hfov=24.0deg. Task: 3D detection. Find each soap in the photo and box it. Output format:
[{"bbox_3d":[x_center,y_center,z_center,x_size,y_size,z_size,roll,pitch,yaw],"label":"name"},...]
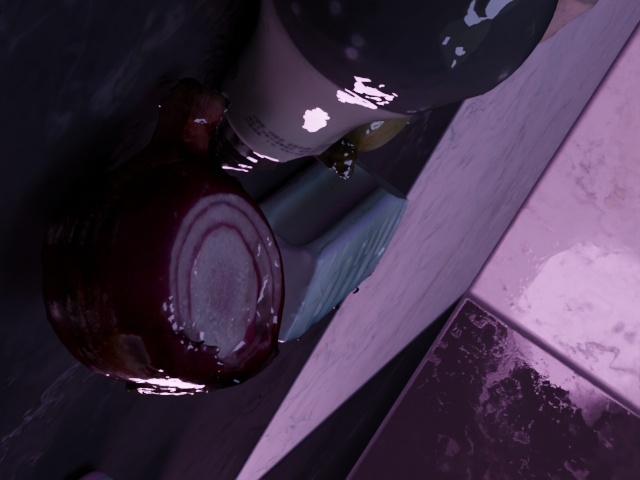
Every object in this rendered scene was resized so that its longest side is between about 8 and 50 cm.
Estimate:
[{"bbox_3d":[0.000,0.000,1.423,0.230,0.091,0.145,-39,161,-52],"label":"soap"}]

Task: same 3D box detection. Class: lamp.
[{"bbox_3d":[0.013,-0.132,0.956,0.314,0.182,0.182,-40,177,28],"label":"lamp"}]

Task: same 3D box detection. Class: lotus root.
[{"bbox_3d":[0.047,-0.133,1.254,0.183,0.077,0.090,-55,162,-18],"label":"lotus root"}]

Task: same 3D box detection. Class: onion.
[{"bbox_3d":[-0.105,0.000,0.943,0.173,0.135,0.198,29,57,-62],"label":"onion"}]

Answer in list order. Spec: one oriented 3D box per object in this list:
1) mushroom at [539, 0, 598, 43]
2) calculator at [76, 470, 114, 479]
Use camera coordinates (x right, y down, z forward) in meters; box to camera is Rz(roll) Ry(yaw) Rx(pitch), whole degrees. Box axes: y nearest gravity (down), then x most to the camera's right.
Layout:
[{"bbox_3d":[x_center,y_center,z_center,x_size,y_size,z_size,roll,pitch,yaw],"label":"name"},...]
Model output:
[{"bbox_3d":[0.239,-0.296,1.491,0.350,0.128,0.128,-53,170,-35],"label":"mushroom"},{"bbox_3d":[-0.263,0.329,1.399,0.185,0.041,0.298,-41,161,-52],"label":"calculator"}]
